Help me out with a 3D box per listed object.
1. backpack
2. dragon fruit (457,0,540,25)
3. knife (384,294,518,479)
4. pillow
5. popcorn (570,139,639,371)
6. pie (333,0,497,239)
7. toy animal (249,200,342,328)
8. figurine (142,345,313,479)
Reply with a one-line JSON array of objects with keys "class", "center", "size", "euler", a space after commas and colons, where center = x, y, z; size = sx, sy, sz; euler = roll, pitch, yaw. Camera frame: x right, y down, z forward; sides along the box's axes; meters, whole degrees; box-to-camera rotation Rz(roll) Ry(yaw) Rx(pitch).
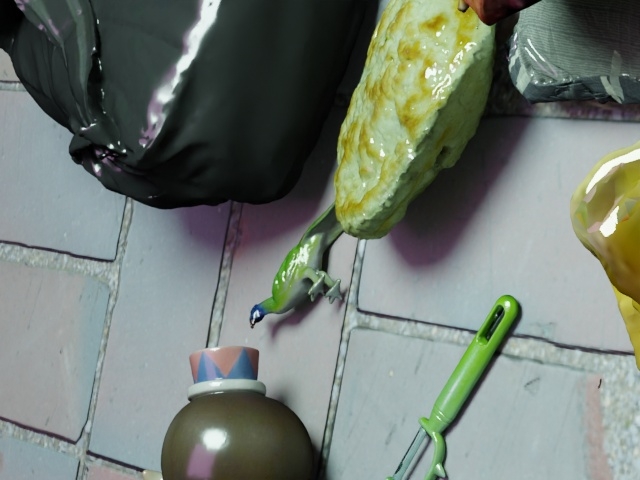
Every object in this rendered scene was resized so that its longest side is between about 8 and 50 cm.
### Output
[{"class": "backpack", "center": [-0.168, -0.228, 1.940], "size": [0.446, 0.255, 0.363], "euler": [20, 91, 54]}, {"class": "dragon fruit", "center": [0.186, -0.356, 1.467], "size": [0.286, 0.228, 0.329], "euler": [-21, 41, 9]}, {"class": "knife", "center": [0.118, 0.139, 1.677], "size": [0.054, 0.015, 0.212], "euler": [49, 119, 44]}, {"class": "pillow", "center": [0.262, -0.167, 1.513], "size": [0.335, 0.093, 0.161], "euler": [15, 97, 51]}, {"class": "popcorn", "center": [0.364, 0.020, 1.173], "size": [0.390, 0.354, 0.344], "euler": [40, 93, 3]}, {"class": "pie", "center": [0.086, -0.123, 1.716], "size": [0.248, 0.090, 0.201], "euler": [-62, 22, 25]}, {"class": "toy animal", "center": [0.005, 0.011, 1.828], "size": [0.217, 0.041, 0.075], "euler": [-53, 40, 22]}, {"class": "figurine", "center": [-0.085, 0.235, 1.802], "size": [0.158, 0.161, 0.275], "euler": [-173, 96, -88]}]
